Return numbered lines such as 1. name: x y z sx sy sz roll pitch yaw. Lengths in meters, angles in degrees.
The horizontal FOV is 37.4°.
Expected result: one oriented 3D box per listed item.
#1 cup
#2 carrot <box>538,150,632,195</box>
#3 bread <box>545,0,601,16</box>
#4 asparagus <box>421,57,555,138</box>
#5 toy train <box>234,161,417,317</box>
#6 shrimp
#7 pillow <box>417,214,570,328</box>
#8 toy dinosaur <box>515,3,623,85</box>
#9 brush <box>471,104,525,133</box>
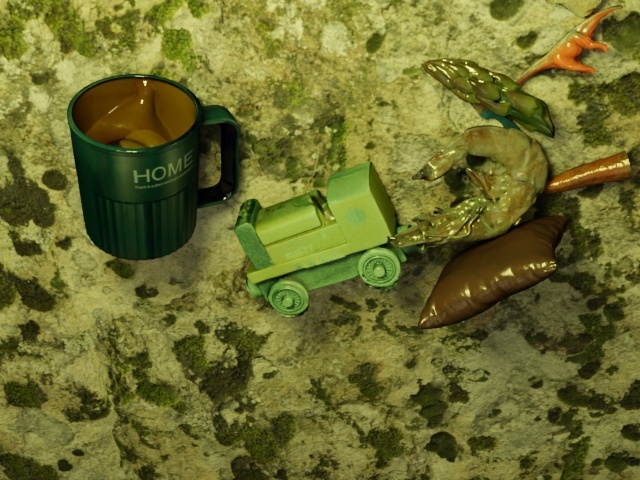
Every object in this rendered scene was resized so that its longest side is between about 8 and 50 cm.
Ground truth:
1. cup: -0.334 -0.150 1.850 0.242 0.308 0.292 29 136 22
2. carrot: 0.512 -0.122 1.907 0.224 0.057 0.057 -17 128 22
3. bread: 0.450 -0.450 1.626 0.126 0.044 0.129 24 126 -26
4. asparagus: 0.321 -0.276 1.758 0.287 0.080 0.080 22 130 -3
5. toy train: 0.000 0.000 1.985 0.397 0.160 0.253 -18 121 18
6. shrimp: 0.282 -0.093 1.864 0.360 0.085 0.246 -28 119 0
7. pillow: 0.355 0.057 1.923 0.305 0.308 0.108 -28 97 25
8. toy dinosaur: 0.451 -0.332 1.724 0.101 0.055 0.279 28 129 -8
9. brush: 0.358 -0.232 1.842 0.164 0.014 0.051 38 125 -27
